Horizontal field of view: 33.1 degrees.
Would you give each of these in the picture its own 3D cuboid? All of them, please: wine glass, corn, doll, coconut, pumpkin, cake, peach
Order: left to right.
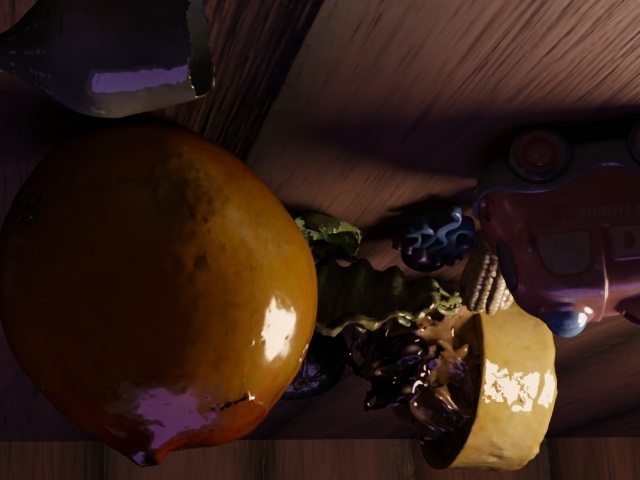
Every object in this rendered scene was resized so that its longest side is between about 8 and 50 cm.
[{"bbox_3d":[-0.216,-0.162,0.905,0.241,0.126,0.126,-5,161,5],"label":"wine glass"},{"bbox_3d":[-0.168,0.055,1.173,0.290,0.373,0.372,-30,149,32],"label":"peach"},{"bbox_3d":[-0.044,0.214,2.002,0.190,0.146,0.190,4,133,5],"label":"pumpkin"},{"bbox_3d":[-0.003,-0.004,1.504,0.133,0.055,0.158,10,159,-37],"label":"coconut"},{"bbox_3d":[0.189,0.221,1.805,0.321,0.332,0.332,8,159,-14],"label":"cake"},{"bbox_3d":[0.164,-0.001,1.527,0.110,0.067,0.206,14,155,-9],"label":"doll"},{"bbox_3d":[0.253,0.021,1.498,0.087,0.087,0.211,2,140,-13],"label":"corn"}]

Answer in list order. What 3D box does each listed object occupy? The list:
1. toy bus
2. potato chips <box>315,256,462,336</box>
[{"bbox_3d":[0.333,-0.003,1.284,0.294,0.232,0.197,-6,161,7],"label":"toy bus"},{"bbox_3d":[0.013,0.080,1.484,0.358,0.070,0.429,-2,-172,7],"label":"potato chips"}]
